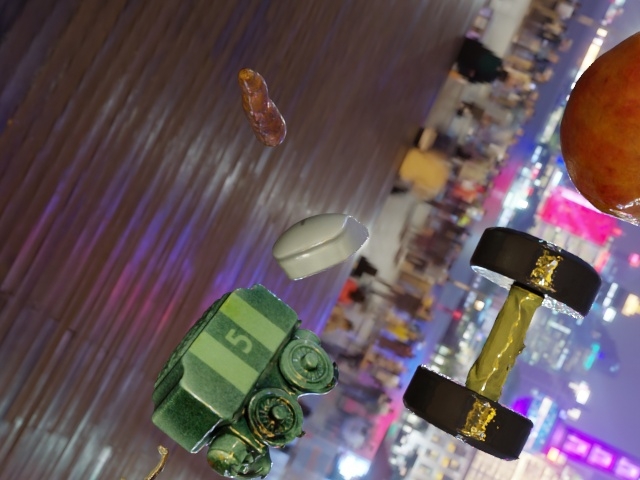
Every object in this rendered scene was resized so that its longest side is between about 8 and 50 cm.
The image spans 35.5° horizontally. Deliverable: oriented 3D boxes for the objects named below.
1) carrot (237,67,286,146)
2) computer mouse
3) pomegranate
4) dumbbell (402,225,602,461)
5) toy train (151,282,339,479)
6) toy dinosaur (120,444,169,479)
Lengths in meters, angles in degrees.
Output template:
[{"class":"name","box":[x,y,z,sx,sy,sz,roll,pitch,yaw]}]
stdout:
[{"class":"carrot","box":[-0.062,-0.135,1.006,0.035,0.036,0.165,-63,164,-11]},{"class":"computer mouse","box":[0.000,0.000,1.512,0.231,0.128,0.079,-33,103,-80]},{"class":"pomegranate","box":[0.429,-0.153,1.281,0.270,0.229,0.252,-111,-145,-53]},{"class":"dumbbell","box":[0.283,0.158,1.559,0.322,0.204,0.204,-64,170,-3]},{"class":"toy train","box":[-0.119,0.222,1.553,0.167,0.238,0.299,-49,-177,41]},{"class":"toy dinosaur","box":[-0.253,0.365,1.359,0.037,0.058,0.180,-138,-117,-72]}]
